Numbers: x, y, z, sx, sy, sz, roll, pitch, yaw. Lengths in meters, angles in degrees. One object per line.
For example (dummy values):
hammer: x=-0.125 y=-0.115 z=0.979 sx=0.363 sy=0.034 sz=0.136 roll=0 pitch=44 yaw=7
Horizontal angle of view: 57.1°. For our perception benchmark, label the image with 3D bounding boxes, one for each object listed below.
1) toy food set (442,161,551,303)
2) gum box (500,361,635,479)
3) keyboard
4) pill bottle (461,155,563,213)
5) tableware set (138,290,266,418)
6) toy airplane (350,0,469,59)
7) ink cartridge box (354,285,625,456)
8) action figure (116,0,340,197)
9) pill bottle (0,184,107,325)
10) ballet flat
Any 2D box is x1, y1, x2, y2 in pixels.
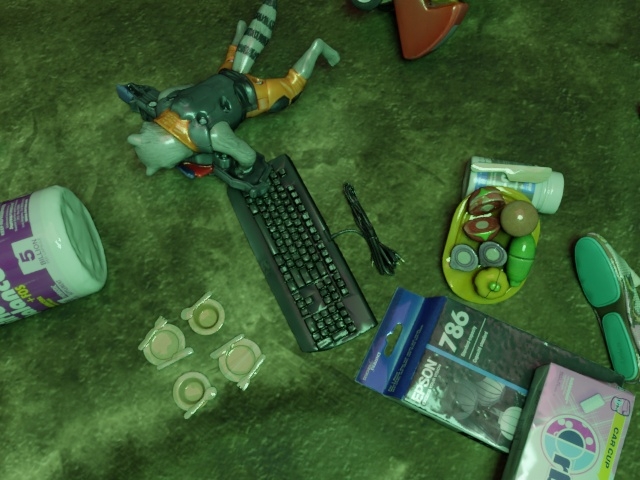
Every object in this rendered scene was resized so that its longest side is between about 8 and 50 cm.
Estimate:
toy food set: x=0.252 y=-0.008 z=0.839 sx=0.128 sy=0.071 sz=0.217 roll=13 pitch=98 yaw=5
gum box: x=0.304 y=0.252 z=0.731 sx=0.107 sy=0.062 sz=0.188 roll=22 pitch=74 yaw=8
keyboard: x=0.000 y=0.000 z=0.910 sx=0.202 sy=0.033 sz=0.317 roll=-26 pitch=73 yaw=-7
pill bottle: x=0.292 y=-0.082 z=0.902 sx=0.137 sy=0.078 sz=0.078 roll=9 pitch=72 yaw=5
tableware set: x=-0.176 y=0.165 z=0.865 sx=0.141 sy=0.020 sz=0.168 roll=-38 pitch=74 yaw=-10
toy airplane: x=0.218 y=-0.520 z=0.895 sx=0.273 sy=0.384 sz=0.385 roll=20 pitch=71 yaw=19
ink cartridge box: x=0.230 y=0.194 z=0.819 sx=0.333 sy=0.065 sz=0.165 roll=23 pitch=74 yaw=10
action figure: x=-0.183 y=-0.239 z=0.921 sx=0.342 sy=0.178 sz=0.330 roll=29 pitch=64 yaw=17
pill bottle: x=-0.481 y=0.044 z=0.839 sx=0.302 sy=0.169 sz=0.169 roll=-20 pitch=72 yaw=-4
ballet flat: x=0.435 y=0.093 z=0.847 sx=0.079 sy=0.077 sz=0.221 roll=-9 pitch=75 yaw=-20
